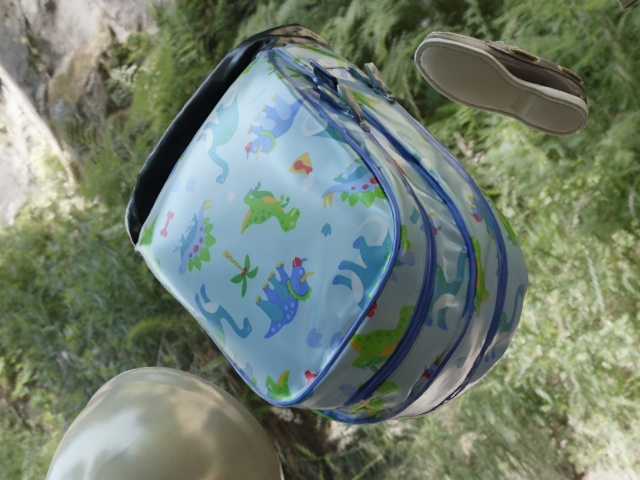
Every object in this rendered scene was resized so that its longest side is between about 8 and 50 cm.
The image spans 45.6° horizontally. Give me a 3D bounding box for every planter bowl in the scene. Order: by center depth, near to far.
[{"bbox_3d":[-0.118,0.181,0.503,0.162,0.162,0.109,-36,5,28],"label":"planter bowl"}]

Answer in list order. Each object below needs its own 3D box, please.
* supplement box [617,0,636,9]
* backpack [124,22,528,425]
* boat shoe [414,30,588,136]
[{"bbox_3d":[0.586,-0.513,1.485,0.056,0.083,0.083,-36,-36,26],"label":"supplement box"},{"bbox_3d":[0.000,0.000,0.657,0.290,0.355,0.273,-51,-20,12],"label":"backpack"},{"bbox_3d":[0.319,-0.289,1.328,0.116,0.324,0.097,120,168,-55],"label":"boat shoe"}]
